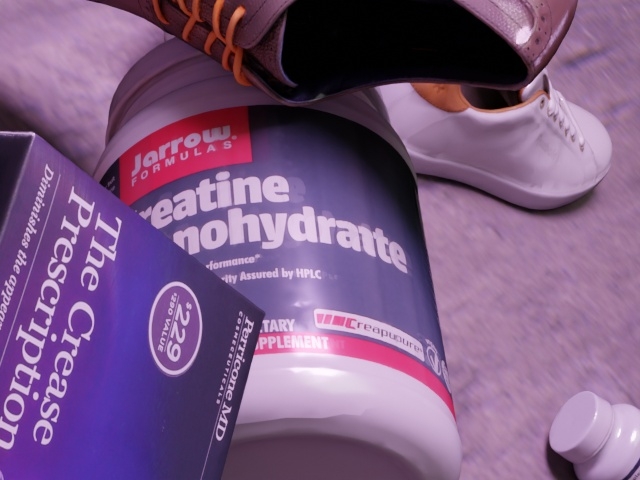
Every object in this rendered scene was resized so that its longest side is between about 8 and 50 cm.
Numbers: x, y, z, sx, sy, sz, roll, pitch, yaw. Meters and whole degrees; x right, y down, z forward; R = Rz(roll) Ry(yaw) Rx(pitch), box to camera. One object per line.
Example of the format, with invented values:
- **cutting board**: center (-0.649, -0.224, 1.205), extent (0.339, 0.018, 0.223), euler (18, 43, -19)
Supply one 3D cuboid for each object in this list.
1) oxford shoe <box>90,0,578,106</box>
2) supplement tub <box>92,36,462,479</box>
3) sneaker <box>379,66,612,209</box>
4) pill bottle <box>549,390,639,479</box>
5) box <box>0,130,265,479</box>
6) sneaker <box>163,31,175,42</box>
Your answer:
- **oxford shoe**: center (-0.046, -0.149, 0.833), extent (0.130, 0.363, 0.133), euler (74, 27, -51)
- **supplement tub**: center (-0.032, 0.032, 0.877), extent (0.191, 0.191, 0.272), euler (22, 43, -31)
- **sneaker**: center (0.164, -0.101, 1.270), extent (0.290, 0.123, 0.106), euler (4, 52, -46)
- **pill bottle**: center (0.222, 0.157, 1.132), extent (0.120, 0.067, 0.067), euler (34, 38, -19)
- **box**: center (-0.134, 0.112, 0.635), extent (0.184, 0.103, 0.261), euler (44, 55, -55)
- **sneaker**: center (-0.071, -0.216, 1.157), extent (0.169, 0.108, 0.292), euler (49, 26, 5)
